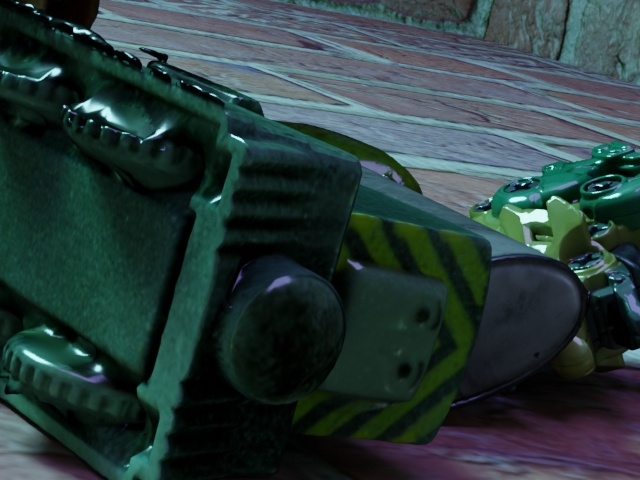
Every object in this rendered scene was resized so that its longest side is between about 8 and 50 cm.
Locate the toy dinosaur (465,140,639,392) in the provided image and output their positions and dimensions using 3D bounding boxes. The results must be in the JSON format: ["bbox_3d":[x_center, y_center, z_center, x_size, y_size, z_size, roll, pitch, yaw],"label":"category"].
[{"bbox_3d":[0.112,0.006,0.967,0.153,0.094,0.259,-21,19,-16],"label":"toy dinosaur"}]

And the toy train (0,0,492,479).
[{"bbox_3d":[-0.070,-0.010,0.754,0.178,0.138,0.330,10,10,-38],"label":"toy train"}]

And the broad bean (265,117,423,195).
[{"bbox_3d":[-0.049,-0.052,1.203,0.339,0.061,0.077,17,22,23],"label":"broad bean"}]

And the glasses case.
[{"bbox_3d":[0.000,0.000,0.916,0.114,0.060,0.299,-20,23,-20],"label":"glasses case"}]

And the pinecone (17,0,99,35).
[{"bbox_3d":[-0.213,-0.132,1.056,0.208,0.207,0.208,12,10,-2],"label":"pinecone"}]
